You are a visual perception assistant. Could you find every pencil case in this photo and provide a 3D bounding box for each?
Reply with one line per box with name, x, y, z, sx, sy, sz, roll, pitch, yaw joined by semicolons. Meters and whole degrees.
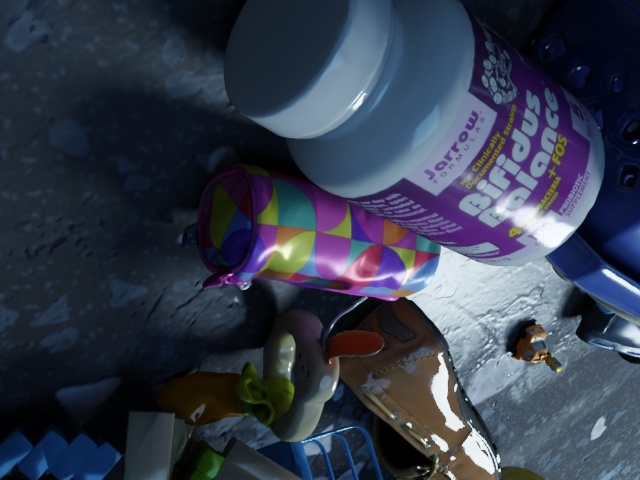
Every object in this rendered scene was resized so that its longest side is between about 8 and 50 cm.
pencil case;0.000;0.000;0.727;0.236;0.104;0.104;7;121;-40

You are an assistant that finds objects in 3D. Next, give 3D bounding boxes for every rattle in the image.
rattle;-0.050;0.106;0.749;0.142;0.130;0.199;22;156;-13

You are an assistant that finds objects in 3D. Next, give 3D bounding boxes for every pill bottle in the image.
pill bottle;0.079;-0.096;0.642;0.301;0.169;0.169;22;111;-42

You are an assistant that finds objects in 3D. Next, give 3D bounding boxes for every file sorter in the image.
file sorter;-0.023;0.272;0.884;0.104;0.118;0.170;-6;162;-40

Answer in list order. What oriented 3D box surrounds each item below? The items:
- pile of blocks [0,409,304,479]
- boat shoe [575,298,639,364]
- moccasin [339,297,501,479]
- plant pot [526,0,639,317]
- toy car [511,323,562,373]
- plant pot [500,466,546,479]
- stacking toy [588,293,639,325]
pile of blocks;-0.201;0.221;0.760;0.361;0.112;0.149;9;83;-19
boat shoe;0.461;0.133;1.212;0.258;0.109;0.089;24;117;-29
moccasin;0.116;0.228;0.984;0.147;0.139;0.380;-35;139;-5
plant pot;0.297;-0.069;0.801;0.236;0.236;0.212;21;118;-46
toy car;0.312;0.151;1.141;0.122;0.040;0.060;15;115;-44
plant pot;0.248;0.465;1.234;0.239;0.254;0.254;-24;139;-43
stacking toy;0.454;-0.057;1.018;0.141;0.141;0.331;9;112;-42
